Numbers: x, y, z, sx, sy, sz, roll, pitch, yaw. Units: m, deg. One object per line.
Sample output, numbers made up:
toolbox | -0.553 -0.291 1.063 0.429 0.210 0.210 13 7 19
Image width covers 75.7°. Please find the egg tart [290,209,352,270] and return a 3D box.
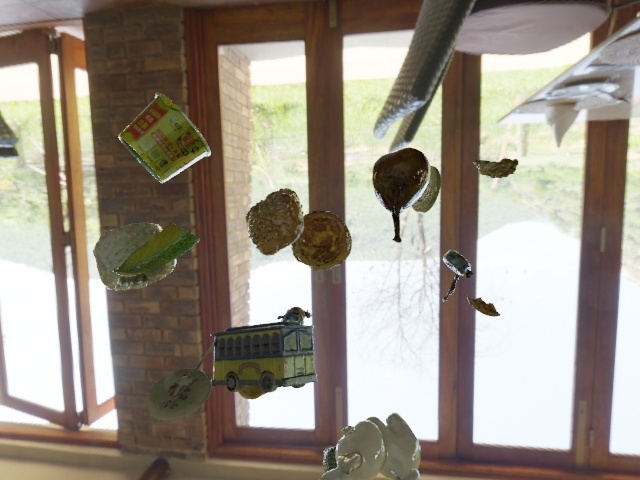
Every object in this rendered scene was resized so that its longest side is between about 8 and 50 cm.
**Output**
egg tart | 0.000 0.000 1.889 0.297 0.296 0.132 0 -171 9

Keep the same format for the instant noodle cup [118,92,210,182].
instant noodle cup | -0.614 -0.383 1.604 0.221 0.311 0.311 -46 -157 -15

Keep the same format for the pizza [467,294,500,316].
pizza | 0.368 0.148 0.929 0.083 0.037 0.016 30 148 6

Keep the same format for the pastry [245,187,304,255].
pastry | -0.182 -0.085 1.585 0.162 0.255 0.311 40 -171 -26

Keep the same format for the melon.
melon | -0.486 0.028 1.190 0.262 0.114 0.053 -30 154 -2

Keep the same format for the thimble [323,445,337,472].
thimble | 0.083 0.821 1.532 0.135 0.090 0.118 -26 137 35

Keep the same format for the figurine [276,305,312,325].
figurine | -0.122 0.350 1.881 0.144 0.114 0.178 -39 -177 -23

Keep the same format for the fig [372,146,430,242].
fig | 0.227 -0.152 1.265 0.191 0.190 0.290 4 -129 39

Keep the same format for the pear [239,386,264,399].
pear | -0.312 0.644 1.963 0.188 0.211 0.229 8 178 31

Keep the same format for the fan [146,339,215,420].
fan | -0.479 0.497 1.537 0.233 0.012 0.414 3 -151 14

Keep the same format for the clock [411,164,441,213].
clock | 0.510 -0.248 2.003 0.029 0.234 0.235 12 -177 -17

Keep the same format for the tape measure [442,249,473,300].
tape measure | 0.461 0.127 1.492 0.107 0.179 0.104 43 -165 35

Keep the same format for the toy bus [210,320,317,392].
toy bus | -0.160 0.316 1.118 0.288 0.175 0.138 -14 163 35

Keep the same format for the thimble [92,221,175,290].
thimble | -0.749 0.068 1.673 0.292 0.195 0.291 -25 167 -6

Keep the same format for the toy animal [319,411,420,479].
toy animal | 0.163 0.717 1.345 0.368 0.196 0.241 11 -151 -35

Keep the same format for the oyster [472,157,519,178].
oyster | 0.624 -0.260 1.446 0.122 0.045 0.146 -19 -148 2
